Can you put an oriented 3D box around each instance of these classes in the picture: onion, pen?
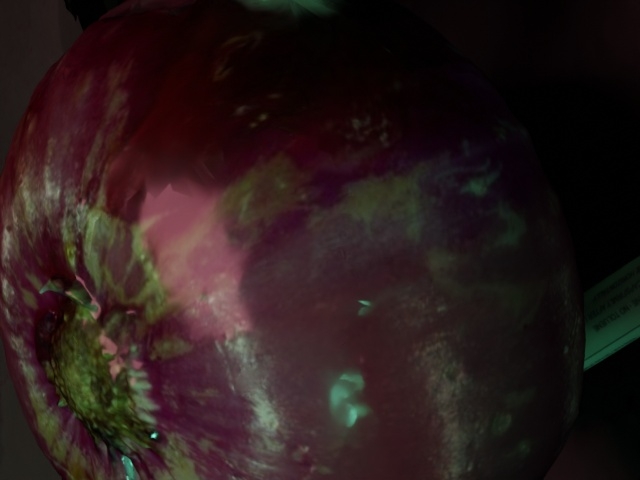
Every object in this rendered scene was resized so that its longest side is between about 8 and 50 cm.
[{"bbox_3d":[-0.012,0.003,0.577,0.207,0.200,0.201,-110,34,-48],"label":"onion"},{"bbox_3d":[0.105,0.018,0.588,0.204,0.025,0.025,-42,55,51],"label":"pen"}]

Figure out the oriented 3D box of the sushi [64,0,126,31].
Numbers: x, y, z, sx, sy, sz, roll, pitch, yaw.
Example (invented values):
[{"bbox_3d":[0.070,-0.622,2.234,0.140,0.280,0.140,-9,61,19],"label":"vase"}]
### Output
[{"bbox_3d":[-0.063,-0.167,0.767,0.294,0.059,0.292,68,-168,-70],"label":"sushi"}]
